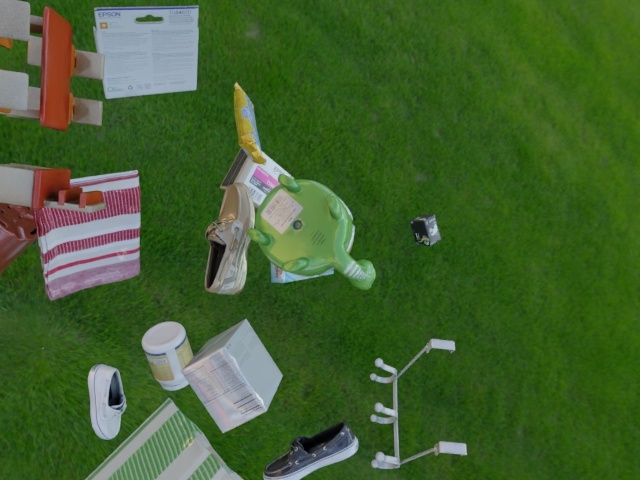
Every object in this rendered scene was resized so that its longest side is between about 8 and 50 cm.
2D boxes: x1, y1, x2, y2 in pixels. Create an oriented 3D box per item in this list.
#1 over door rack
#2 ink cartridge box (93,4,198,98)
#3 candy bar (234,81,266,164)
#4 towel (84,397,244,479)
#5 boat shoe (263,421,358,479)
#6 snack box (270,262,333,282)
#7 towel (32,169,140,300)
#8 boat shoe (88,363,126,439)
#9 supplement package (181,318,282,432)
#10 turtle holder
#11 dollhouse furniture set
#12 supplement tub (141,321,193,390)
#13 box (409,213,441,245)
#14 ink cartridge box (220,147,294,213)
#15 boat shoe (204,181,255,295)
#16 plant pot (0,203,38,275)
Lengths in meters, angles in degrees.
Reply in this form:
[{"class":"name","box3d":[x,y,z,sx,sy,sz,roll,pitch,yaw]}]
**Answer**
[{"class":"over door rack","box3d":[0.195,0.387,1.091,0.108,0.324,0.240,14,56,-16]},{"class":"ink cartridge box","box3d":[-0.392,-0.437,1.067,0.223,0.224,0.045,-15,60,-27]},{"class":"candy bar","box3d":[-0.083,-0.135,0.531,0.040,0.018,0.162,57,10,-38]},{"class":"towel","box3d":[-0.248,0.419,0.718,0.248,0.324,0.038,-43,132,-23]},{"class":"boat shoe","box3d":[-0.031,0.466,1.034,0.228,0.080,0.076,-23,99,8]},{"class":"snack box","box3d":[-0.057,0.035,1.593,0.321,0.060,0.187,-4,93,-59]},{"class":"towel","box3d":[-0.556,-0.009,1.142,0.236,0.329,0.037,-19,49,-39]},{"class":"boat shoe","box3d":[-0.638,0.499,1.416,0.095,0.084,0.259,-56,148,-63]},{"class":"supplement package","box3d":[-0.235,0.365,1.284,0.203,0.149,0.194,58,14,-6]},{"class":"turtle holder","box3d":[-0.001,-0.019,1.210,0.227,0.319,0.244,31,69,-68]},{"class":"dollhouse furniture set","box3d":[-0.368,-0.176,0.644,0.134,0.262,0.260,6,98,-8]},{"class":"supplement tub","box3d":[-0.512,0.395,1.592,0.144,0.144,0.200,-27,124,-32]},{"class":"box","box3d":[0.318,-0.032,1.417,0.052,0.062,0.084,-28,109,-30]},{"class":"ink cartridge box","box3d":[-0.233,-0.217,1.764,0.234,0.088,0.194,35,76,-43]},{"class":"boat shoe","box3d":[-0.274,-0.013,1.375,0.110,0.121,0.342,12,76,-43]},{"class":"plant pot","box3d":[-1.047,-0.010,1.450,0.265,0.272,0.273,-35,99,7]}]
